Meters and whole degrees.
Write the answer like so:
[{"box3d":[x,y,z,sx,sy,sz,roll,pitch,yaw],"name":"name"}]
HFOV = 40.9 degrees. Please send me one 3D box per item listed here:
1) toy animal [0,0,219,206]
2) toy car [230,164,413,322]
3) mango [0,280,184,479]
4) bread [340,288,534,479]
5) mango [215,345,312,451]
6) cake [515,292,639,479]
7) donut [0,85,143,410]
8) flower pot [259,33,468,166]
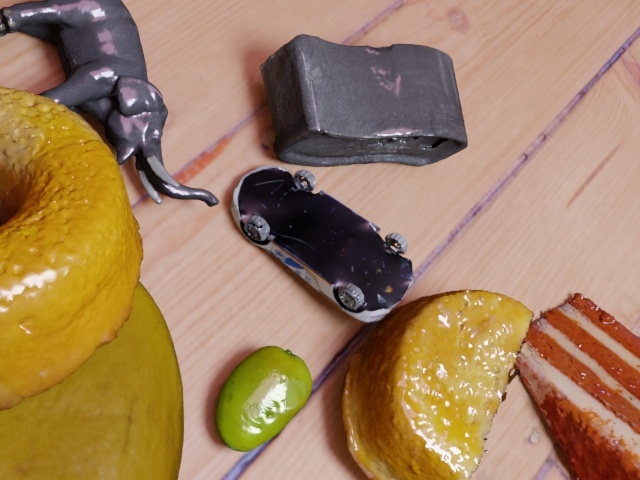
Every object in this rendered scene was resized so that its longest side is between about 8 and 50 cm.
[{"box3d":[-0.210,-0.131,0.799,0.137,0.082,0.269,-24,85,-31],"name":"toy animal"},{"box3d":[0.000,0.000,0.868,0.205,0.056,0.095,35,57,12],"name":"toy car"},{"box3d":[-0.202,0.169,0.667,0.195,0.142,0.331,35,53,-15],"name":"mango"},{"box3d":[0.107,0.133,0.837,0.139,0.143,0.229,37,58,-13],"name":"bread"},{"box3d":[-0.055,0.147,0.799,0.073,0.056,0.108,37,63,-6],"name":"mango"},{"box3d":[0.342,0.183,0.933,0.158,0.159,0.262,-27,85,-29],"name":"cake"},{"box3d":[-0.285,-0.014,0.640,0.303,0.110,0.303,6,48,-7],"name":"donut"},{"box3d":[0.052,-0.144,0.927,0.229,0.103,0.108,-1,74,-29],"name":"flower pot"}]
